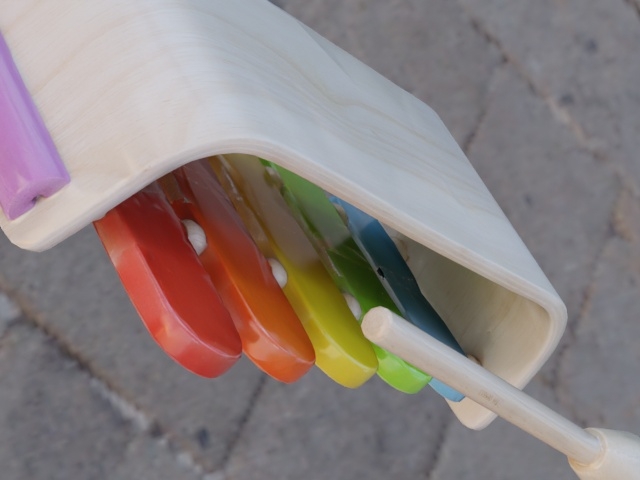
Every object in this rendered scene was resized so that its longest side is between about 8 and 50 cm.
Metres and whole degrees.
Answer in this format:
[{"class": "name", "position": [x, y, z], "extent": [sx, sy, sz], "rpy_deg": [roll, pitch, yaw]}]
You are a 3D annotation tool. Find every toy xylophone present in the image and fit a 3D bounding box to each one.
[{"class": "toy xylophone", "position": [0.000, 0.000, 0.741], "extent": [0.322, 0.081, 0.236], "rpy_deg": [31, 23, -44]}]
